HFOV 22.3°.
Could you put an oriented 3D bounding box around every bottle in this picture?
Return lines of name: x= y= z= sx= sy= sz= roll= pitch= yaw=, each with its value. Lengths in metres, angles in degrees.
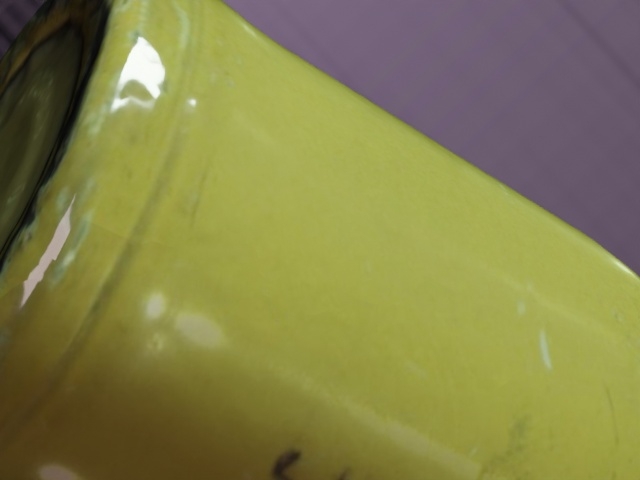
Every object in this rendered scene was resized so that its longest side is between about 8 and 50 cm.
bottle: x=0.037 y=0.064 z=0.537 sx=0.351 sy=0.171 sz=0.172 roll=30 pitch=93 yaw=-24
